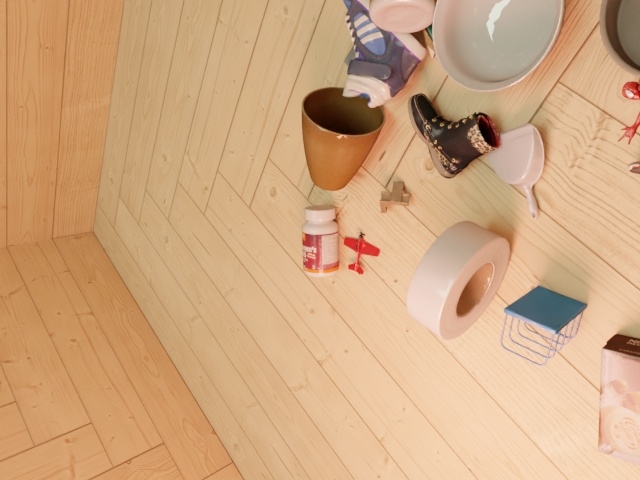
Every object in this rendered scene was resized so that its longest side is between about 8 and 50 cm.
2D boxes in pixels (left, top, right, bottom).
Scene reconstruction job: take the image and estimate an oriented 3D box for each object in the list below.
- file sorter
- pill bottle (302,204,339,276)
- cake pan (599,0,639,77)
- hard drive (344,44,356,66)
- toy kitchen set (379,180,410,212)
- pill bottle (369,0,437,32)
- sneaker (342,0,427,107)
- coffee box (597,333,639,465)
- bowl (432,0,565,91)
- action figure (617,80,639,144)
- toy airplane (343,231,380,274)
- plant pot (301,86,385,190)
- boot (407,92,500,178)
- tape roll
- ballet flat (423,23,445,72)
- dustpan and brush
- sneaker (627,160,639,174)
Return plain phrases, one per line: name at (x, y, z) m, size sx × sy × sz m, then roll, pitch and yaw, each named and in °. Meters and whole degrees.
file sorter at (0.507, 0.194, 1.185) m, size 0.118 × 0.170 × 0.104 m, roll 25°, pitch 122°, yaw 40°
pill bottle at (0.000, 0.000, 1.705) m, size 0.121 × 0.121 × 0.221 m, roll 13°, pitch 111°, yaw 44°
cake pan at (0.653, -0.416, 0.900) m, size 0.293 × 0.054 × 0.293 m, roll 0°, pitch 90°, yaw 42°
hard drive at (0.133, -0.509, 1.489) m, size 0.135 × 0.022 × 0.094 m, roll 56°, pitch 134°, yaw 20°
toy kitchen set at (0.220, -0.124, 1.508) m, size 0.083 × 0.075 × 0.068 m, roll 6°, pitch 66°, yaw 13°
pill bottle at (0.206, -0.657, 1.227) m, size 0.162 × 0.162 × 0.278 m, roll -1°, pitch 81°, yaw 47°
sneaker at (0.107, -0.513, 1.399) m, size 0.236 × 0.130 × 0.323 m, roll -47°, pitch 71°, yaw 21°
coffee box at (0.678, 0.341, 1.093) m, size 0.141 × 0.098 × 0.246 m, roll 9°, pitch 108°, yaw 45°
bowl at (0.404, -0.477, 1.126) m, size 0.298 × 0.134 × 0.297 m, roll 16°, pitch 112°, yaw 44°
action figure at (0.676, -0.207, 0.941) m, size 0.280 × 0.091 × 0.139 m, roll 36°, pitch 116°, yaw 35°
toy airplane at (0.121, 0.044, 1.656) m, size 0.151 × 0.028 × 0.151 m, roll 15°, pitch 112°, yaw 42°
plant pot at (0.048, -0.278, 1.525) m, size 0.237 × 0.237 × 0.254 m, roll 46°, pitch 146°, yaw 28°
boot at (0.328, -0.288, 1.278) m, size 0.178 × 0.085 × 0.236 m, roll -29°, pitch 86°, yaw 59°
tape roll at (0.336, 0.099, 1.254) m, size 0.100 × 0.286 × 0.286 m, roll 33°, pitch 123°, yaw 36°
ballet flat at (0.308, -0.464, 1.285) m, size 0.206 × 0.073 × 0.067 m, roll 60°, pitch 150°, yaw 21°
dustpan and brush at (0.472, -0.152, 1.213) m, size 0.147 × 0.060 × 0.211 m, roll -13°, pitch 85°, yaw 61°
sneaker at (0.676, -0.121, 0.995) m, size 0.158 × 0.061 × 0.064 m, roll 15°, pitch 118°, yaw 44°
